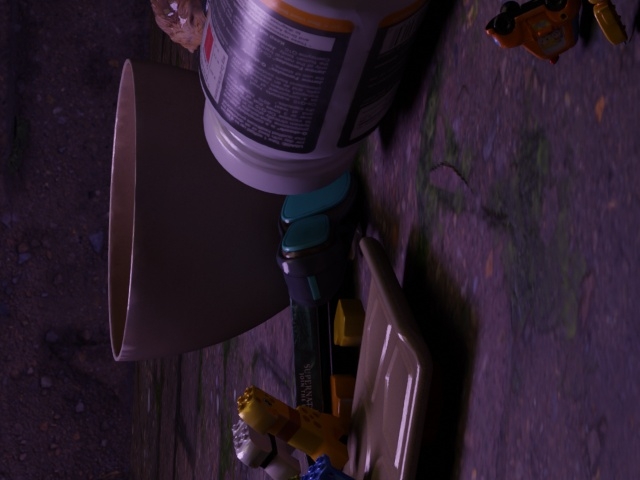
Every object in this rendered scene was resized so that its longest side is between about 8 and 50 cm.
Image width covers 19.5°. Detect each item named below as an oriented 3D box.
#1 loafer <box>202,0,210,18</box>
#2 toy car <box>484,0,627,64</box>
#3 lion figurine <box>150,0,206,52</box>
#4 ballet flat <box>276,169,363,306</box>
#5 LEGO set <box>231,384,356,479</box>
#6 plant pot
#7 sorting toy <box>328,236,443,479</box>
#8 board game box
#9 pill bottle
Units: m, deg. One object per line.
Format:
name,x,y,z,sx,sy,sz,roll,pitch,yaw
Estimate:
loafer,-0.070,-0.326,2.042,0.078,0.076,0.223,36,124,33
toy car,0.126,-0.109,0.992,0.040,0.060,0.122,62,-177,-13
lion figurine,-0.127,-0.418,2.097,0.392,0.142,0.240,94,-173,-50
ballet flat,0.000,0.000,1.555,0.203,0.074,0.074,-77,-6,-67
LEGO set,-0.033,0.170,1.412,0.087,0.093,0.227,-52,20,16
plant pot,-0.096,-0.026,1.766,0.284,0.191,0.284,-178,90,-79
sorting toy,0.048,0.119,1.406,0.307,0.041,0.229,-109,21,-69
board game box,-0.007,0.103,1.631,0.126,0.026,0.186,77,-172,-66
pill bottle,-0.008,-0.161,1.414,0.278,0.162,0.162,110,159,-58
